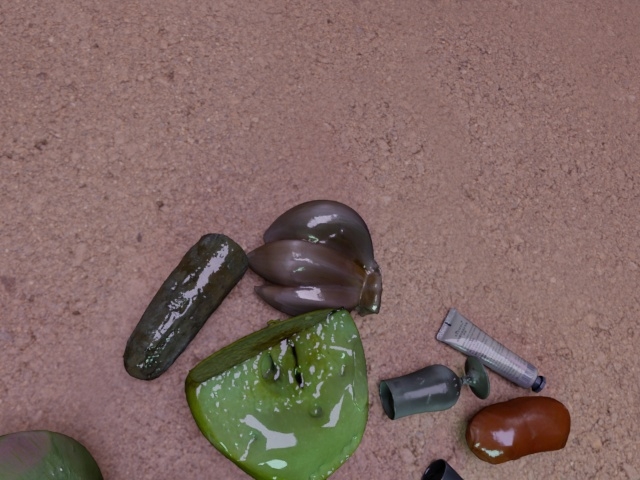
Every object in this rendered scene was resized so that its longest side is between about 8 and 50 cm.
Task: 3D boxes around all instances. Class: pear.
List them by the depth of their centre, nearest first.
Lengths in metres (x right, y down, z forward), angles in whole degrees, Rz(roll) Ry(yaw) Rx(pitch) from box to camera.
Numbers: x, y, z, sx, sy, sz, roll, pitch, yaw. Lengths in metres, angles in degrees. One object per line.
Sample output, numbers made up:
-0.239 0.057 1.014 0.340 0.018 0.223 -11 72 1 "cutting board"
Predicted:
-0.066 0.329 0.979 0.342 0.238 0.318 -23 91 -26 "pear"

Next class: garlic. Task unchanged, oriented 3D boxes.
0.000 0.041 1.124 0.324 0.132 0.279 21 76 -14 "garlic"

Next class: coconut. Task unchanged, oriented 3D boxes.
-0.479 0.463 0.774 0.328 0.281 0.329 -12 52 16 "coconut"

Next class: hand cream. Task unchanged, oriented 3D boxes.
0.417 0.275 1.206 0.276 0.059 0.095 34 68 4 "hand cream"

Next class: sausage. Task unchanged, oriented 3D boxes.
0.447 0.424 1.123 0.258 0.133 0.133 -7 74 -12 "sausage"

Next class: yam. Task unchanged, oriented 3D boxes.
-0.284 0.141 1.036 0.133 0.133 0.330 33 71 -1 "yam"

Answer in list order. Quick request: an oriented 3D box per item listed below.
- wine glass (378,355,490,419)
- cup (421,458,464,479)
0.253 0.332 1.117 0.230 0.103 0.103 -8 74 -13 "wine glass"
0.263 0.538 1.071 0.077 0.078 0.100 42 101 -2 "cup"
